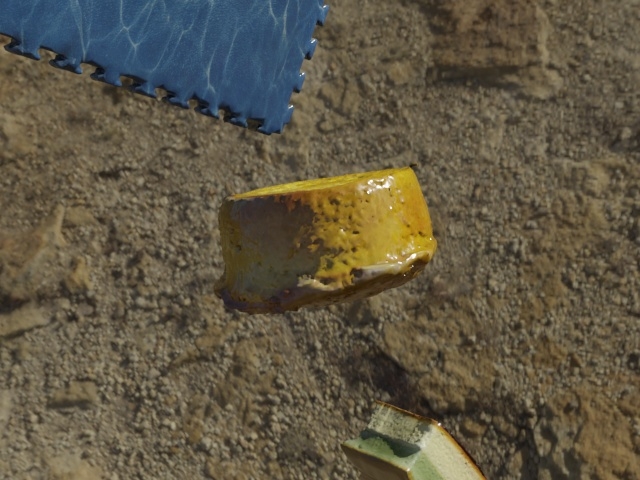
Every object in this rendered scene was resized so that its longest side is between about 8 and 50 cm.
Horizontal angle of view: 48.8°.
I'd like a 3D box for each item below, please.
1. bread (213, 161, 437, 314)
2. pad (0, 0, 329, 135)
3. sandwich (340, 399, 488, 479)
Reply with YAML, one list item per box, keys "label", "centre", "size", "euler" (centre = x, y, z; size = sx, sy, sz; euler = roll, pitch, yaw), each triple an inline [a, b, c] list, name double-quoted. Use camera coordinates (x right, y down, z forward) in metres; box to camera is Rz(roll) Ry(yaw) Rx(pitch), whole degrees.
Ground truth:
- label: "bread"
  centre: [0.000, 0.000, 1.210]
  size: [0.398, 0.215, 0.398]
  euler: [-9, 7, 1]
- label: "pad"
  centre: [-0.068, -0.199, 0.307]
  size: [0.012, 0.269, 0.270]
  euler: [29, 104, 42]
- label: "sandwich"
  centre: [0.153, 0.363, 1.096]
  size: [0.108, 0.220, 0.186]
  euler: [-49, 25, -23]
